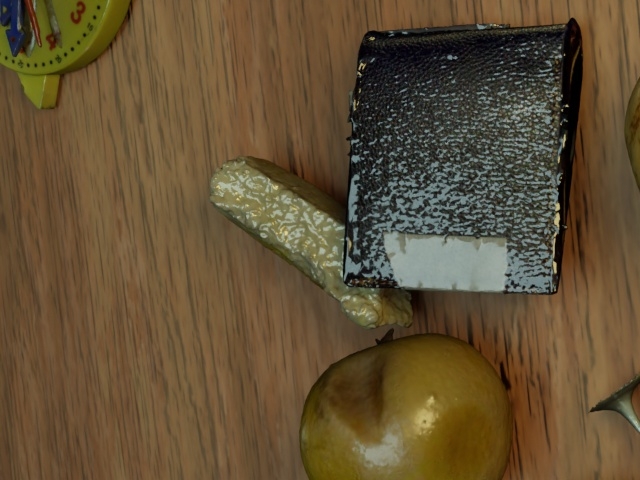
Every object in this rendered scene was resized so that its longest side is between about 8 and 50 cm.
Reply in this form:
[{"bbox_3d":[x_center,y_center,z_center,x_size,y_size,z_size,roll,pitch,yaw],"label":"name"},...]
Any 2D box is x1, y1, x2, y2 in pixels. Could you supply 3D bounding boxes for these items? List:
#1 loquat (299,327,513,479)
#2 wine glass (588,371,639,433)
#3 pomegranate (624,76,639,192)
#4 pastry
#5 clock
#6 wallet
[{"bbox_3d":[0.081,0.184,1.426,0.213,0.213,0.213,5,99,34],"label":"loquat"},{"bbox_3d":[0.344,0.243,1.334,0.074,0.074,0.262,-41,75,31],"label":"wine glass"},{"bbox_3d":[0.363,-0.078,1.208,0.215,0.215,0.215,5,99,34],"label":"pomegranate"},{"bbox_3d":[-0.005,-0.001,1.506,0.258,0.121,0.089,34,109,27],"label":"pastry"},{"bbox_3d":[-0.339,-0.329,1.724,0.277,0.071,0.293,41,116,24],"label":"clock"},{"bbox_3d":[0.134,-0.078,1.395,0.221,0.071,0.262,1,78,25],"label":"wallet"}]
